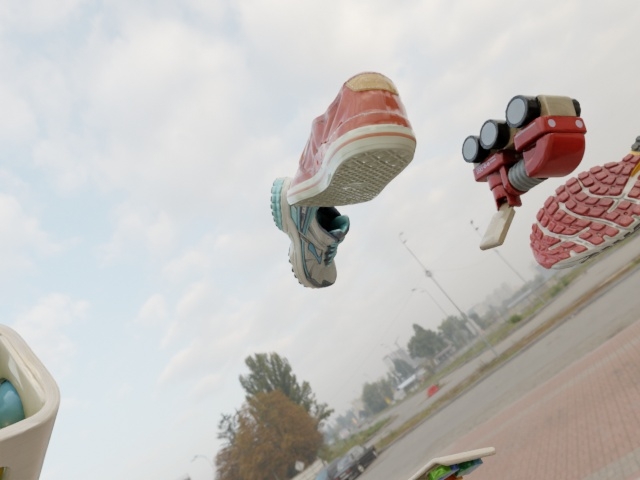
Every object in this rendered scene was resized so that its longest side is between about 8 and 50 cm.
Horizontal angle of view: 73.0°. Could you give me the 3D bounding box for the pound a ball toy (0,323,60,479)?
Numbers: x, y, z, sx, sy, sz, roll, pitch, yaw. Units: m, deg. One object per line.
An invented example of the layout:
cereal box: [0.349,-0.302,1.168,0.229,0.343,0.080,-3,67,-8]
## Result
pound a ball toy: [-0.300,0.258,0.379,0.136,0.208,0.319,-15,-44,-57]

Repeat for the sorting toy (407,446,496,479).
sorting toy: [0.277,0.536,0.985,0.193,0.038,0.208,9,-49,-34]

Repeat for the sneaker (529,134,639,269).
sneaker: [0.324,-0.037,0.440,0.225,0.088,0.092,-35,-56,10]

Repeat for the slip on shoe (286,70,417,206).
slip on shoe: [0.026,-0.107,0.571,0.123,0.101,0.331,-3,-9,-14]

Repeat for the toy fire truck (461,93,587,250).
toy fire truck: [0.369,-0.116,0.802,0.159,0.246,0.217,-3,-15,-17]

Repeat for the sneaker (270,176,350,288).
sneaker: [0.000,0.000,0.844,0.283,0.122,0.110,68,-150,-43]
